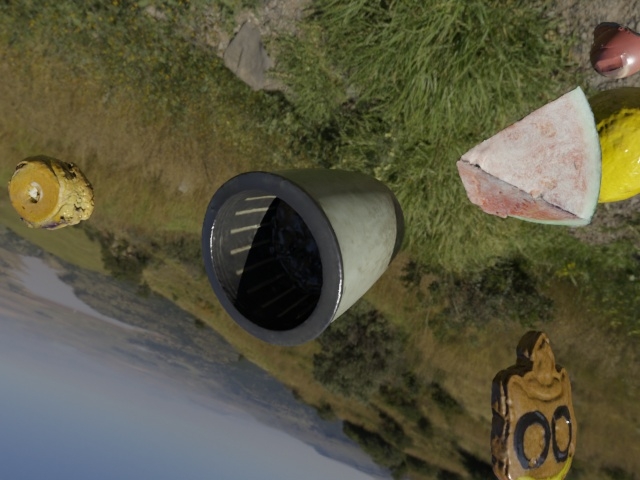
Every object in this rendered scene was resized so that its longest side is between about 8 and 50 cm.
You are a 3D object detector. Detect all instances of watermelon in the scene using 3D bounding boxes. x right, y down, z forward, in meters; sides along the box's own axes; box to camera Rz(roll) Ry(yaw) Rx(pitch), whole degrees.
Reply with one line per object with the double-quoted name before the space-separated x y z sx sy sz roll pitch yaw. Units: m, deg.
"watermelon" 0.429 -0.194 1.015 0.293 0.250 0.283 34 158 -32

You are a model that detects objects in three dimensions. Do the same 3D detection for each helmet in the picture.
"helmet" 0.385 -0.245 0.615 0.084 0.049 0.065 44 178 30

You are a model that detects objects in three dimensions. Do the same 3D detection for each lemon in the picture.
"lemon" 0.686 -0.223 1.092 0.261 0.260 0.284 10 170 22

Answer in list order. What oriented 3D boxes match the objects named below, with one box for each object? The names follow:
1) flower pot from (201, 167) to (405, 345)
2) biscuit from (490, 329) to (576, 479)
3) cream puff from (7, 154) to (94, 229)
"flower pot" 0.000 0.000 0.870 0.294 0.293 0.330 2 -166 37
"biscuit" 0.334 0.284 0.704 0.209 0.290 0.041 9 170 -36
"cream puff" -0.431 -0.075 0.756 0.133 0.119 0.104 12 -174 6
